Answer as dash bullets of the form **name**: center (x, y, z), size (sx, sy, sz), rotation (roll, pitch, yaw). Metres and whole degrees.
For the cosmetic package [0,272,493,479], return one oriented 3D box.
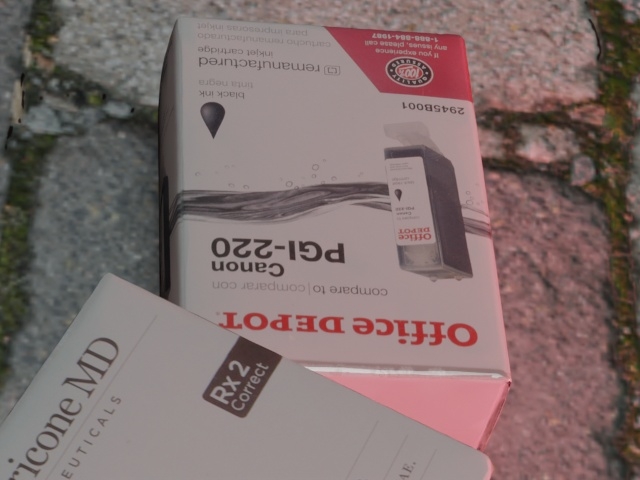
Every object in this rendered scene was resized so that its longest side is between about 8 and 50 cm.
- **cosmetic package**: center (-0.051, 0.143, 0.780), size (0.184, 0.151, 0.151), rotation (25, 52, 7)

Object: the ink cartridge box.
- **ink cartridge box**: center (0.000, 0.000, 0.934), size (0.159, 0.092, 0.217), rotation (3, 56, -10)
